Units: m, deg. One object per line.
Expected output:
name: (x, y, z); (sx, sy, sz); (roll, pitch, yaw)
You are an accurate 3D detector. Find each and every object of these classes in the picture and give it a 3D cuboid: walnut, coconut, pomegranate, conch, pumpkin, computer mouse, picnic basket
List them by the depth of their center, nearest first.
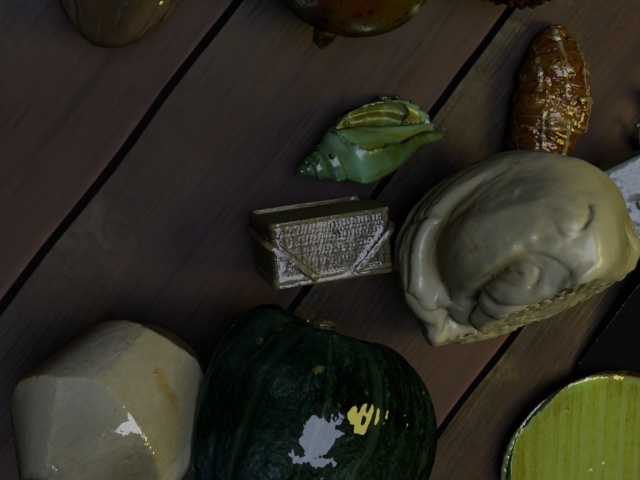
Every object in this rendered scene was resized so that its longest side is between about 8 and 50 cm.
walnut: (-0.213, -0.286, 0.902); (0.140, 0.140, 0.162); (-4, 106, -16)
coconut: (-0.230, 0.200, 0.925); (0.202, 0.202, 0.222); (58, 41, -16)
pomegranate: (0.061, -0.332, 0.940); (0.246, 0.198, 0.198); (-32, 107, 9)
pumpkin: (0.015, 0.230, 0.957); (0.293, 0.197, 0.263); (38, 68, -49)
picnic basket: (0.000, 0.000, 1.024); (0.164, 0.115, 0.079); (-9, 103, -15)
conch: (0.059, -0.120, 1.045); (0.201, 0.079, 0.095); (-34, 94, -26)
computer mouse: (0.404, -0.047, 1.128); (0.231, 0.079, 0.128); (-22, 99, 16)

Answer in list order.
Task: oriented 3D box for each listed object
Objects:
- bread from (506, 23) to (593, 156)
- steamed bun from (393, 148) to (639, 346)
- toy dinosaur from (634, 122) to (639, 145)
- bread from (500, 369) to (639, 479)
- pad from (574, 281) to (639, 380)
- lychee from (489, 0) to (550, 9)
bread: (0.302, -0.166, 1.109); (0.105, 0.076, 0.233); (9, 97, -16)
steamed bun: (0.215, -0.005, 1.002); (0.276, 0.289, 0.203); (-23, 75, 12)
toy dinosaur: (0.499, -0.101, 1.197); (0.212, 0.057, 0.142); (33, 71, -38)
bread: (0.395, 0.327, 1.227); (0.301, 0.045, 0.301); (-3, 101, -14)
pad: (0.515, 0.085, 1.233); (0.315, 0.063, 0.375); (30, 102, -20)
lychee: (0.241, -0.363, 1.009); (0.188, 0.188, 0.188); (-3, 99, -16)
